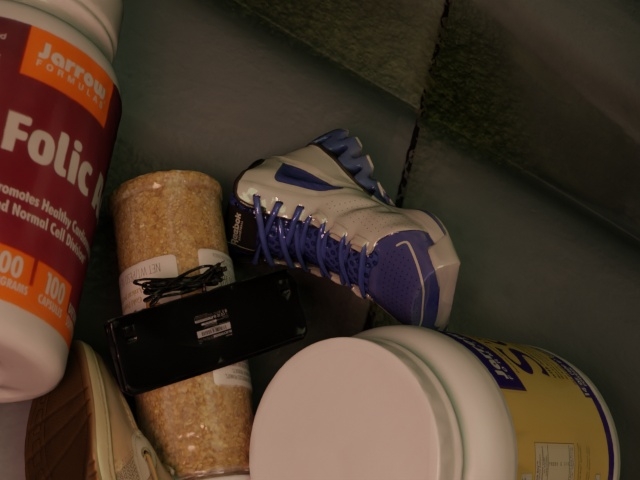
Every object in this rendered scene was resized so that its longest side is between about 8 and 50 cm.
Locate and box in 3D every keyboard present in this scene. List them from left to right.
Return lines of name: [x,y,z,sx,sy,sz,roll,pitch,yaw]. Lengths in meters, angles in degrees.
keyboard: [-0.108,0.069,1.003,0.192,0.038,0.100,-15,98,-29]

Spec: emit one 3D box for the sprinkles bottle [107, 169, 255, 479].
sprinkles bottle: [-0.129,0.113,1.057,0.121,0.121,0.356,2,67,-31]

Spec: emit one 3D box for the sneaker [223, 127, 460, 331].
sneaker: [-0.001,-0.001,1.153,0.182,0.128,0.315,-13,38,-23]

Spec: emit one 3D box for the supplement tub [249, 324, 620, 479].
supplement tub: [0.116,0.207,1.037,0.331,0.241,0.241,14,59,-51]

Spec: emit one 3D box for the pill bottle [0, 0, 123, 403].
pill bottle: [-0.301,-0.072,0.970,0.224,0.224,0.392,19,60,-24]

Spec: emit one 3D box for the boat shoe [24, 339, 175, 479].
boat shoe: [-0.176,0.224,0.930,0.098,0.109,0.302,19,37,-43]
